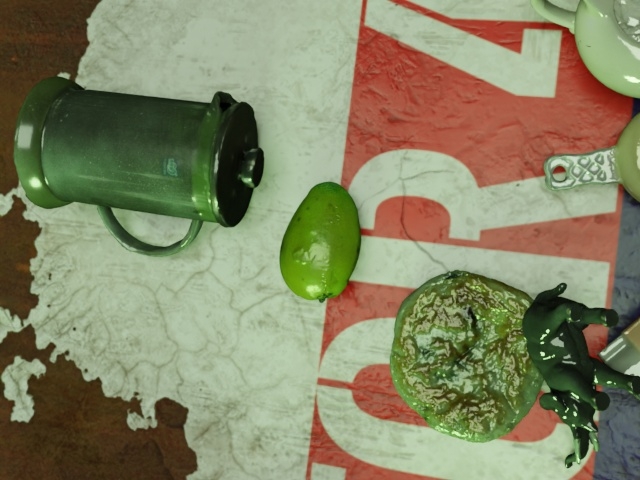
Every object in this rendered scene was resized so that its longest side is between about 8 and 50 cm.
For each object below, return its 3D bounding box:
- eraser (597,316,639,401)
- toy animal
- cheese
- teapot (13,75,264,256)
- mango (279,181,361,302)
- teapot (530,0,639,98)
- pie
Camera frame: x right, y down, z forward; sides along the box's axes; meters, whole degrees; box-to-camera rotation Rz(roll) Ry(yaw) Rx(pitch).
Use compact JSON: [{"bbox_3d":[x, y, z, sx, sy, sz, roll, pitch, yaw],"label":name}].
[{"bbox_3d":[0.526,0.117,0.994,0.290,0.087,0.171,-43,73,8],"label":"eraser"},{"bbox_3d":[0.335,0.183,0.995,0.082,0.137,0.270,-18,97,-23],"label":"toy animal"},{"bbox_3d":[0.437,-0.125,1.039,0.248,0.071,0.164,13,90,15],"label":"cheese"},{"bbox_3d":[-0.251,-0.100,1.156,0.336,0.200,0.271,8,114,12],"label":"teapot"},{"bbox_3d":[0.000,0.000,1.124,0.119,0.100,0.179,7,81,16],"label":"mango"},{"bbox_3d":[0.422,-0.291,1.006,0.299,0.166,0.209,11,92,9],"label":"teapot"},{"bbox_3d":[0.209,0.158,1.086,0.240,0.054,0.241,-1,84,14],"label":"pie"}]
